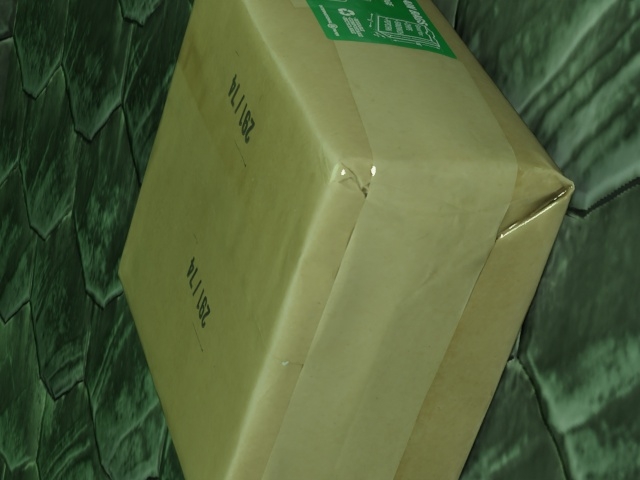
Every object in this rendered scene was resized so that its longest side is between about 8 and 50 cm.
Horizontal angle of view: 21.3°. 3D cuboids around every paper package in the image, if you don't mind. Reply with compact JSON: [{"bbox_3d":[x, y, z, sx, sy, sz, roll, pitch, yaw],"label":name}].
[{"bbox_3d":[0.000,0.000,1.161,0.325,0.168,0.310,-117,40,-54],"label":"paper package"}]
